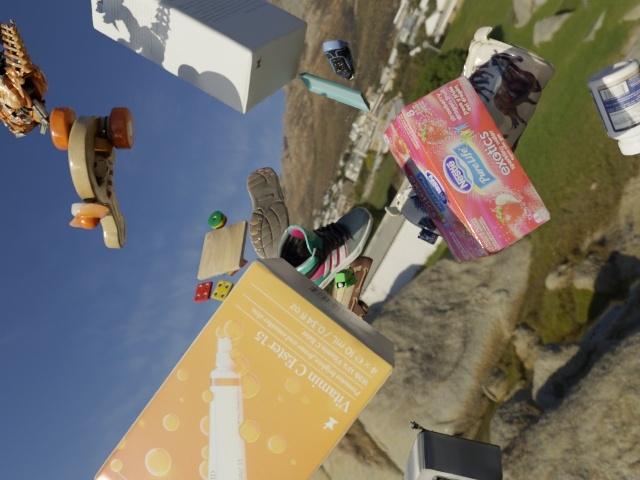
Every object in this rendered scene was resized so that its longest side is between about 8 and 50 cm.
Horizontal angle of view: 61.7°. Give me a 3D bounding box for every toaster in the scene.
[{"bbox_3d":[0.242,0.461,1.021,0.110,0.186,0.168,-69,-10,-66],"label":"toaster"}]

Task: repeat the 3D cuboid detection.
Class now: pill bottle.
[{"bbox_3d":[0.600,-0.259,1.052,0.094,0.169,0.094,-28,15,8],"label":"pill bottle"}]

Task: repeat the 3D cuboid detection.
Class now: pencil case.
[{"bbox_3d":[0.290,-0.194,1.055,0.410,0.184,0.160,-69,30,26],"label":"pencil case"}]

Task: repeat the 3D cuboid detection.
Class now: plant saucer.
[{"bbox_3d":[0.034,-0.355,1.269,0.018,0.192,0.067,-58,-31,-5],"label":"plant saucer"}]

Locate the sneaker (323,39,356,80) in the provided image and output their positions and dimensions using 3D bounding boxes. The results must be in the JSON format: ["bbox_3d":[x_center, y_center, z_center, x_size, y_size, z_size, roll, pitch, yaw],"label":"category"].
[{"bbox_3d":[0.073,-0.605,1.810,0.232,0.081,0.090,-9,-86,-69],"label":"sneaker"}]

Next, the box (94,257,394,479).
[{"bbox_3d":[-0.087,0.222,0.719,0.345,0.215,0.168,-54,-7,3],"label":"box"}]

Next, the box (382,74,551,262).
[{"bbox_3d":[0.222,-0.105,0.844,0.123,0.256,0.128,-30,-2,-9],"label":"box"}]

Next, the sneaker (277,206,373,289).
[{"bbox_3d":[0.000,0.000,1.333,0.295,0.124,0.178,-49,-36,-8],"label":"sneaker"}]

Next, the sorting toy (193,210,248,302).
[{"bbox_3d":[-0.230,0.039,1.314,0.046,0.132,0.274,41,-138,-44],"label":"sorting toy"}]

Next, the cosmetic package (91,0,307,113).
[{"bbox_3d":[-0.287,-0.508,1.262,0.230,0.453,0.161,-48,-16,-41],"label":"cosmetic package"}]

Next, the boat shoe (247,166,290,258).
[{"bbox_3d":[-0.143,-0.066,1.590,0.116,0.123,0.324,68,-166,-57],"label":"boat shoe"}]

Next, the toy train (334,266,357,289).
[{"bbox_3d":[0.033,0.048,0.687,0.083,0.017,0.023,-6,-92,-77],"label":"toy train"}]

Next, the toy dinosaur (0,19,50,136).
[{"bbox_3d":[-0.610,-0.329,1.060,0.322,0.218,0.164,-37,11,35],"label":"toy dinosaur"}]

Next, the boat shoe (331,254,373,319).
[{"bbox_3d":[0.091,0.205,1.609,0.123,0.123,0.342,-81,1,-83],"label":"boat shoe"}]

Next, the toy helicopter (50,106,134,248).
[{"bbox_3d":[-0.450,-0.090,1.106,0.355,0.140,0.235,100,165,-53],"label":"toy helicopter"}]
